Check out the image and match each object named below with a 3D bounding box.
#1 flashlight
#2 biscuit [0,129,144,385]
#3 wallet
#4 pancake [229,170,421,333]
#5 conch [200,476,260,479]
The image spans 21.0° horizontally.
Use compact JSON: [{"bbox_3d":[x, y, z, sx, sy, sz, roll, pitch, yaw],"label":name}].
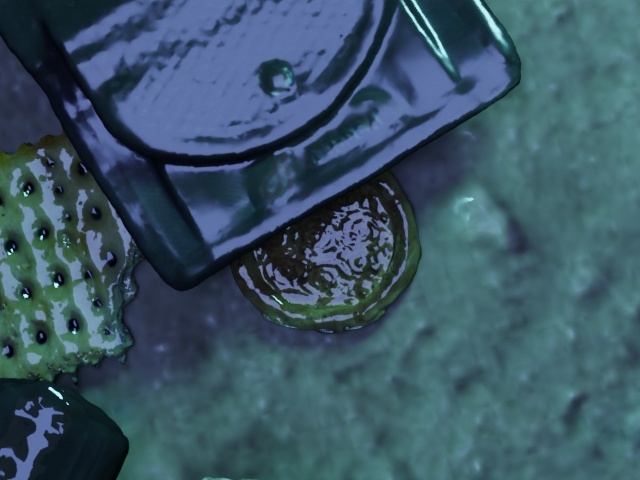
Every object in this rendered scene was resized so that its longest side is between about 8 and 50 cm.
[{"bbox_3d":[-0.223,0.272,0.962,0.103,0.103,0.424,26,93,10],"label":"flashlight"},{"bbox_3d":[-0.187,0.024,1.004,0.203,0.016,0.144,-19,84,9],"label":"biscuit"},{"bbox_3d":[-0.069,-0.158,0.972,0.247,0.041,0.323,-32,77,3],"label":"wallet"},{"bbox_3d":[0.000,0.000,0.973,0.115,0.011,0.115,0,89,12],"label":"pancake"},{"bbox_3d":[-0.033,0.193,0.836,0.241,0.313,0.186,30,115,17],"label":"conch"}]
